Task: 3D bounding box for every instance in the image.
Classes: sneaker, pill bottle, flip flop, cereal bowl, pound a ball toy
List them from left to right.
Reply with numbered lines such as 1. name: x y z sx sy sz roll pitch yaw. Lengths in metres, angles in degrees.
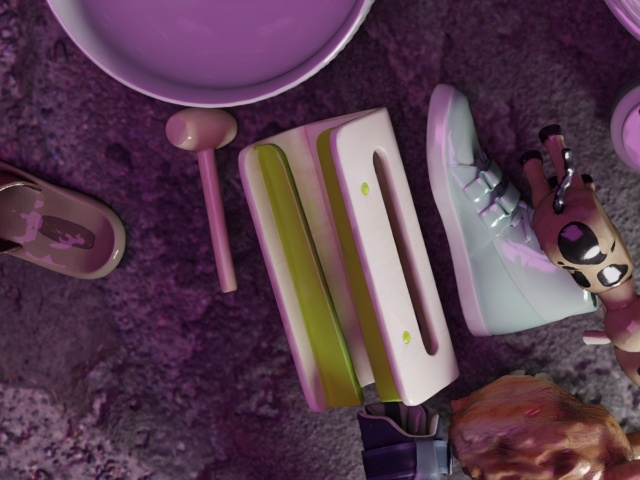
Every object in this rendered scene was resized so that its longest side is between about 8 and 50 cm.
1. flip flop: -0.336 -0.024 1.522 0.277 0.080 0.112 18 104 7
2. cereal bowl: -0.095 -0.298 1.390 0.339 0.141 0.339 2 102 10
3. pound a ball toy: 0.000 0.000 1.455 0.208 0.135 0.319 -10 100 38
4. sneaker: 0.067 0.245 1.468 0.086 0.226 0.163 -5 77 -23
5. sneaker: 0.191 -0.038 1.410 0.151 0.094 0.256 -10 109 18
6. pill bottle: 0.305 -0.104 1.342 0.087 0.160 0.087 2 102 10

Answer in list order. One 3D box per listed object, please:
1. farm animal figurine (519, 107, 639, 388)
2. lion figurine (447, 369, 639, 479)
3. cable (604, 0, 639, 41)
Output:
1. farm animal figurine: 0.319 0.031 1.248 0.330 0.327 0.172 -6 56 -10
2. lion figurine: 0.298 0.287 1.436 0.240 0.142 0.392 -23 101 26
3. cable: 0.368 -0.281 1.334 0.257 0.089 0.257 -1 102 10
